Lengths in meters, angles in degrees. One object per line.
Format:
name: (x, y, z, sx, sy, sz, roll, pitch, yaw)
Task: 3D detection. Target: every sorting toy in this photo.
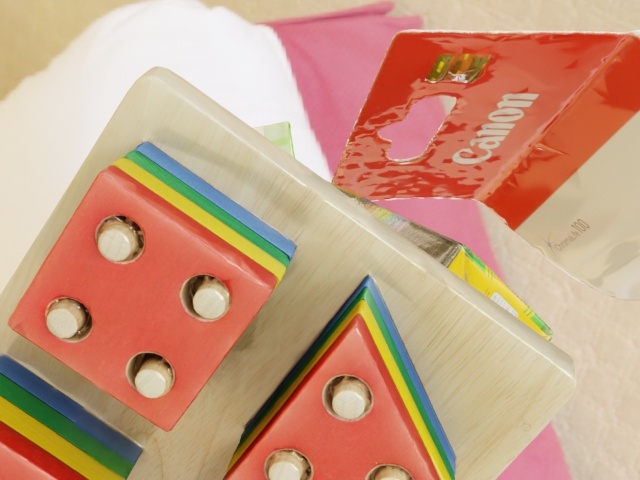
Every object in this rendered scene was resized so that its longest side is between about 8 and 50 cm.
sorting toy: (-0.053, 0.097, 0.528, 0.255, 0.089, 0.257, 35, 111, -5)

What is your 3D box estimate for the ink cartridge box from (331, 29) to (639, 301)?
ink cartridge box: (0.212, -0.032, 0.724, 0.308, 0.385, 0.091, 115, 154, -72)

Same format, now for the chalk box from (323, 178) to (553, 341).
chalk box: (0.019, 0.050, 0.728, 0.213, 0.132, 0.132, 29, 82, 48)

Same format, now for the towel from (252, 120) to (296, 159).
towel: (-0.099, -0.068, 1.195, 0.152, 0.023, 0.113, -12, 78, 7)
